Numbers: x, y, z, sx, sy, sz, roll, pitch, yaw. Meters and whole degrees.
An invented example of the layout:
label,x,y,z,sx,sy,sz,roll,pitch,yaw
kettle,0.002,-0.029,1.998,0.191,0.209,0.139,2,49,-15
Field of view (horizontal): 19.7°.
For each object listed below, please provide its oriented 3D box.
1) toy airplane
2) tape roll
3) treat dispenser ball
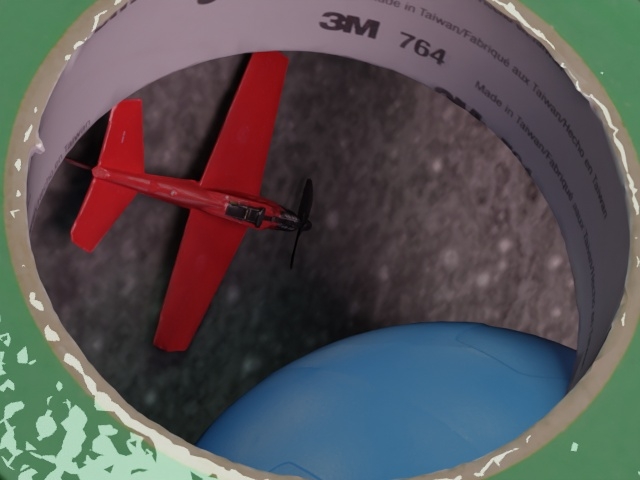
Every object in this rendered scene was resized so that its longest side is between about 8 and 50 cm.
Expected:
label,x,y,z,sx,sy,sz,roll,pitch,yaw
toy airplane,-0.058,-0.023,0.824,0.151,0.028,0.151,-14,114,-33
tape roll,0.000,0.000,0.701,0.321,0.321,0.077,-33,161,-23
treat dispenser ball,0.057,0.180,0.823,0.288,0.288,0.288,-15,116,-32
